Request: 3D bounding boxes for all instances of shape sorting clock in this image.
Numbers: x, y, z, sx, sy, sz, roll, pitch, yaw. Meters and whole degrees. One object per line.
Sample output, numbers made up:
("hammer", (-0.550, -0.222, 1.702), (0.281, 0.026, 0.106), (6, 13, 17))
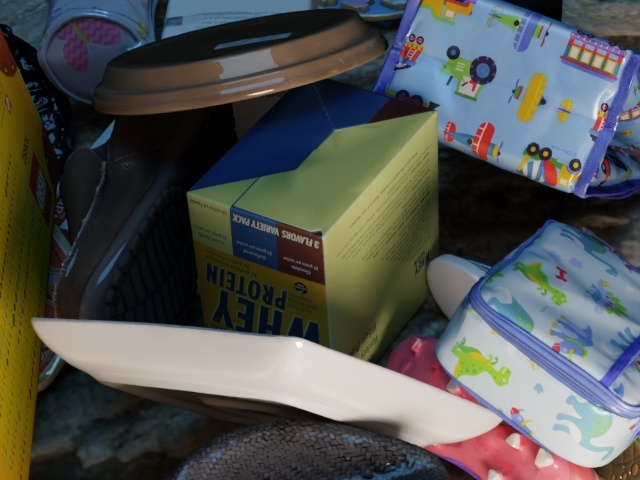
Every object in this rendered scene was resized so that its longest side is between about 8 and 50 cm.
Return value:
("shape sorting clock", (0.055, -0.312, 2.029), (0.206, 0.040, 0.206), (-2, 40, 2))

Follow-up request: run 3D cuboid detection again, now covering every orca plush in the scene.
("orca plush", (-0.342, -0.174, 1.846), (0.151, 0.102, 0.287), (-15, 41, -13))

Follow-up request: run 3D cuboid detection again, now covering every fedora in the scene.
("fedora", (-0.015, 0.227, 1.240), (0.334, 0.152, 0.334), (2, 35, -2))

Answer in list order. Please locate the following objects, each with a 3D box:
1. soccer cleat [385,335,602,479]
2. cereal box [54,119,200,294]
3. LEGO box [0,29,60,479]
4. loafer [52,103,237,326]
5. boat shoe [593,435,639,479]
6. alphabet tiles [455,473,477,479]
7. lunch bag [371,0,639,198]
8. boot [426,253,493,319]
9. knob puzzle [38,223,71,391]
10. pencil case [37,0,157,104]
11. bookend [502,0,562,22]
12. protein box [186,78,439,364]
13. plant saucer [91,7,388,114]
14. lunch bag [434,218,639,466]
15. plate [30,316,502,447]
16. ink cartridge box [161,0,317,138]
("soccer cleat", (0.140, 0.159, 1.446), (0.248, 0.095, 0.083), (36, 97, 51))
("cereal box", (-0.137, -0.031, 1.701), (0.240, 0.047, 0.173), (15, 46, 22))
("LEGO box", (-0.436, 0.058, 1.457), (0.373, 0.193, 0.500), (-13, 39, 8))
("loafer", (-0.174, -0.018, 1.576), (0.130, 0.133, 0.366), (0, 33, 14))
("boat shoe", (0.218, 0.141, 1.465), (0.178, 0.064, 0.060), (36, 36, 32))
("alphabet tiles", (0.085, 0.295, 1.297), (0.285, 0.011, 0.342), (-24, 43, -33))
("lunch bag", (0.202, -0.128, 1.650), (0.221, 0.138, 0.293), (24, 4, 20))
("boot", (0.189, 0.061, 1.562), (0.190, 0.069, 0.086), (37, 47, 28))
("knob puzzle", (-0.293, 0.063, 1.589), (0.213, 0.030, 0.213), (-6, 50, 7))
("pencil case", (-0.230, -0.254, 1.904), (0.124, 0.113, 0.273), (8, 33, -3))
("bookend", (0.211, -0.216, 1.877), (0.157, 0.072, 0.156), (-27, 46, -26))
("protein box", (0.000, 0.000, 1.535), (0.136, 0.201, 0.200), (19, 45, 25))
("plant saucer", (-0.076, -0.169, 1.604), (0.278, 0.041, 0.278), (-10, 15, 3))
("lunch bag", (0.207, 0.081, 1.397), (0.176, 0.090, 0.219), (38, 31, 14))
("plate", (-0.042, 0.115, 1.352), (0.278, 0.277, 0.045), (3, 77, 39))
("ink cartridge box", (-0.086, -0.204, 1.872), (0.159, 0.092, 0.218), (-1, 38, 4))
